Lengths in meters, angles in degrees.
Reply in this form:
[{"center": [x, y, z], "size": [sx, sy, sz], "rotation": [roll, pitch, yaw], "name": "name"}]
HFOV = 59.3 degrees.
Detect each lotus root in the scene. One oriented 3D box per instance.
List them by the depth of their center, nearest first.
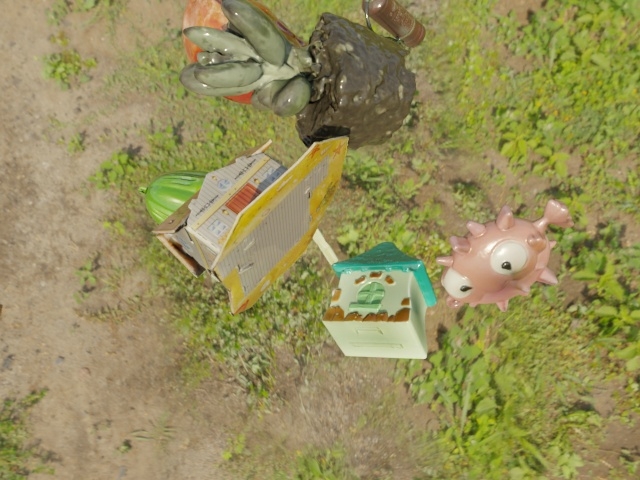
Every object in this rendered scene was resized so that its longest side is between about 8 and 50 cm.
[{"center": [-0.363, -0.101, 1.377], "size": [0.186, 0.186, 0.186], "rotation": [-1, 66, 2], "name": "lotus root"}]

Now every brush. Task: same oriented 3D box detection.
[{"center": [0.000, 0.000, 0.847], "size": [0.016, 0.013, 0.083], "rotation": [-33, 102, 6], "name": "brush"}]

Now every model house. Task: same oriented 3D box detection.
[{"center": [-0.086, -0.052, 0.652], "size": [0.136, 0.207, 0.219], "rotation": [34, 69, 17], "name": "model house"}, {"center": [0.085, 0.073, 0.762], "size": [0.127, 0.100, 0.149], "rotation": [-3, 48, 24], "name": "model house"}]

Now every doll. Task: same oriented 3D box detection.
[{"center": [0.302, 0.029, 0.934], "size": [0.262, 0.211, 0.093], "rotation": [-41, 32, 27], "name": "doll"}]

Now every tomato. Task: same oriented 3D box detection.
[{"center": [-0.118, -0.287, 0.853], "size": [0.139, 0.200, 0.233], "rotation": [-56, 35, 20], "name": "tomato"}]

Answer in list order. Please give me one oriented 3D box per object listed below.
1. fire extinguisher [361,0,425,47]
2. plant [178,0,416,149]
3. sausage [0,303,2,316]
[{"center": [0.105, -0.342, 0.867], "size": [0.045, 0.157, 0.078], "rotation": [3, 83, 39], "name": "fire extinguisher"}, {"center": [-0.024, -0.188, 0.659], "size": [0.274, 0.146, 0.149], "rotation": [4, 50, -36], "name": "plant"}, {"center": [-0.427, 0.104, 0.623], "size": [0.030, 0.035, 0.147], "rotation": [52, 39, 9], "name": "sausage"}]
